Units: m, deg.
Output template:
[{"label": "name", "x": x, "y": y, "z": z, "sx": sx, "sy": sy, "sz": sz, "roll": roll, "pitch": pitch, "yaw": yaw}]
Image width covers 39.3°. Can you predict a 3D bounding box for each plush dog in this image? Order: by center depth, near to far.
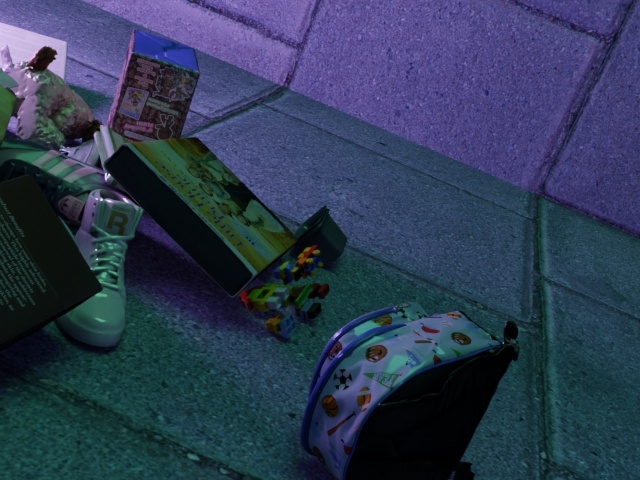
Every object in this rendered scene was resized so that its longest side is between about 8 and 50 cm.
[{"label": "plush dog", "x": -0.586, "y": -0.290, "z": 1.933, "sx": 0.262, "sy": 0.210, "sz": 0.225, "roll": 29, "pitch": -3, "yaw": 20}]

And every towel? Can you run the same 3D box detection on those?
[{"label": "towel", "x": -0.290, "y": -0.084, "z": 1.734, "sx": 0.325, "sy": 0.038, "sz": 0.248, "roll": 36, "pitch": 11, "yaw": -32}]

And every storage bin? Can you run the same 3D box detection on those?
[{"label": "storage bin", "x": 0.000, "y": 0.000, "z": 1.913, "sx": 0.091, "sy": 0.098, "sz": 0.135, "roll": 49, "pitch": 17, "yaw": -8}]

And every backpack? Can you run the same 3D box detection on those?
[{"label": "backpack", "x": 0.102, "y": 0.215, "z": 1.207, "sx": 0.213, "sy": 0.276, "sz": 0.263, "roll": 30, "pitch": 27, "yaw": 36}]

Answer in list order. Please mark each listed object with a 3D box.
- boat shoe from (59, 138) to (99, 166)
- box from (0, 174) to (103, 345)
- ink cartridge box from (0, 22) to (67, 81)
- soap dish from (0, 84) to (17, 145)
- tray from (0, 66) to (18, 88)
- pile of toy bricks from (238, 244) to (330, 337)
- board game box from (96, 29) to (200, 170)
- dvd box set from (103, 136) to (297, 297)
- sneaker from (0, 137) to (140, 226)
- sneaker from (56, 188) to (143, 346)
[{"label": "boat shoe", "x": -0.493, "y": -0.156, "z": 1.794, "sx": 0.081, "sy": 0.079, "sz": 0.227, "roll": 21, "pitch": 22, "yaw": -15}, {"label": "box", "x": -0.449, "y": 0.059, "z": 1.075, "sx": 0.191, "sy": 0.143, "sz": 0.381, "roll": 58, "pitch": 23, "yaw": -2}, {"label": "ink cartridge box", "x": -0.785, "y": -0.402, "z": 2.182, "sx": 0.308, "sy": 0.091, "sz": 0.385, "roll": 14, "pitch": 38, "yaw": -23}, {"label": "soap dish", "x": -0.612, "y": -0.231, "z": 1.385, "sx": 0.291, "sy": 0.118, "sz": 0.229, "roll": 37, "pitch": -22, "yaw": -15}, {"label": "tray", "x": -0.678, "y": -0.327, "z": 1.571, "sx": 0.270, "sy": 0.030, "sz": 0.145, "roll": 24, "pitch": 18, "yaw": 5}, {"label": "pile of toy bricks", "x": -0.073, "y": 0.095, "z": 1.584, "sx": 0.105, "sy": 0.118, "sz": 0.212, "roll": 0, "pitch": 27, "yaw": 26}, {"label": "board game box", "x": -0.368, "y": -0.268, "z": 1.902, "sx": 0.141, "sy": 0.291, "sz": 0.232, "roll": 15, "pitch": 20, "yaw": -17}, {"label": "dvd box set", "x": -0.198, "y": -0.061, "z": 1.638, "sx": 0.307, "sy": 0.062, "sz": 0.420, "roll": 45, "pitch": 11, "yaw": 1}, {"label": "sneaker", "x": -0.469, "y": -0.093, "z": 1.590, "sx": 0.319, "sy": 0.112, "sz": 0.131, "roll": 15, "pitch": 20, "yaw": -25}, {"label": "sneaker", "x": -0.333, "y": 0.023, "z": 1.361, "sx": 0.108, "sy": 0.169, "sz": 0.292, "roll": 15, "pitch": 22, "yaw": -25}]
